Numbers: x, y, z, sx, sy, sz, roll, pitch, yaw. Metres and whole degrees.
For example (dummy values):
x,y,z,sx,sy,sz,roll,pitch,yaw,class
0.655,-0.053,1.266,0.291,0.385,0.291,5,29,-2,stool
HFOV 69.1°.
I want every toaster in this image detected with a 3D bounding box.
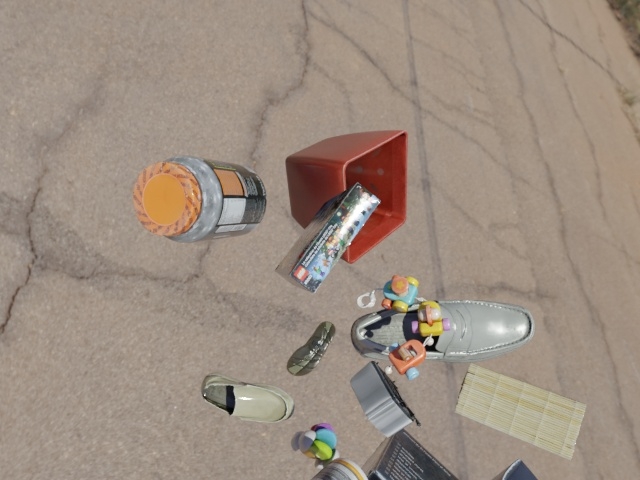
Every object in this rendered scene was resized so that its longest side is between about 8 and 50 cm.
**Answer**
x,y,z,sx,sy,sz,roll,pitch,yaw,class
0.193,0.488,1.412,0.168,0.110,0.186,51,4,-38,toaster

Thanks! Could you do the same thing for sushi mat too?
x,y,z,sx,sy,sz,roll,pitch,yaw,class
0.543,0.464,1.288,0.019,0.316,0.152,32,75,-57,sushi mat

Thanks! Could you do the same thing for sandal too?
x,y,z,sx,sy,sz,roll,pitch,yaw,class
-0.029,0.373,1.595,0.089,0.060,0.219,35,70,6,sandal

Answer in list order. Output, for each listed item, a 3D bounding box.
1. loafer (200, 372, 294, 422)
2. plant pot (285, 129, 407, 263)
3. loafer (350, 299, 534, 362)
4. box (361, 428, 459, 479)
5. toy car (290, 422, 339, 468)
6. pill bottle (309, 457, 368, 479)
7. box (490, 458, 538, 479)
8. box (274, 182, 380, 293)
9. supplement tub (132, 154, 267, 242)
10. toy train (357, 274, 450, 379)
x,y,z,sx,sy,sz,roll,pitch,yaw,class
-0.204,0.433,1.248,0.268,0.092,0.102,11,95,7,loafer
0.058,-0.140,1.223,0.267,0.235,0.268,-34,130,-39,plant pot
0.212,0.158,0.805,0.318,0.111,0.112,-8,72,4,loafer
0.351,1.028,1.735,0.479,0.298,0.471,40,12,17,box
-0.005,0.723,1.668,0.159,0.182,0.136,40,57,-4,toy car
0.004,0.742,1.282,0.278,0.162,0.162,-16,75,-47,pill bottle
0.306,0.470,0.689,0.108,0.153,0.207,5,37,-53,box
0.000,0.000,0.738,0.044,0.233,0.159,38,81,-7,box
-0.272,-0.096,1.092,0.194,0.193,0.316,59,18,7,supplement tub
0.125,0.120,0.716,0.125,0.046,0.166,-28,51,-3,toy train
